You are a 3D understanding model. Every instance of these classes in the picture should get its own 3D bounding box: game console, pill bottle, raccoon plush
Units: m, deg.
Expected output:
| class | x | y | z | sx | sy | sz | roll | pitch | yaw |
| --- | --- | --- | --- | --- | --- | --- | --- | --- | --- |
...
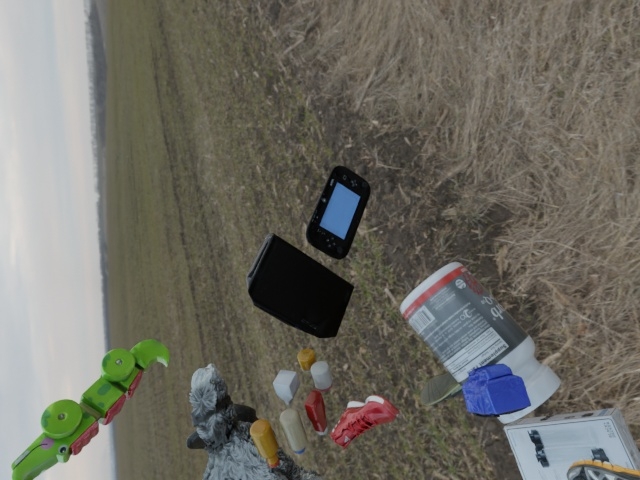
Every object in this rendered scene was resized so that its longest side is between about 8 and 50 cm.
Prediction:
| class | x | y | z | sx | sy | sz | roll | pitch | yaw |
| --- | --- | --- | --- | --- | --- | --- | --- | --- | --- |
| game console | 0.000 | 0.000 | 0.831 | 0.044 | 0.213 | 0.361 | -13 | 49 | 54 |
| pill bottle | 0.391 | 0.249 | 1.037 | 0.362 | 0.210 | 0.210 | 51 | 139 | 22 |
| raccoon plush | -0.137 | 0.525 | 1.043 | 0.216 | 0.299 | 0.445 | -22 | 64 | 14 |

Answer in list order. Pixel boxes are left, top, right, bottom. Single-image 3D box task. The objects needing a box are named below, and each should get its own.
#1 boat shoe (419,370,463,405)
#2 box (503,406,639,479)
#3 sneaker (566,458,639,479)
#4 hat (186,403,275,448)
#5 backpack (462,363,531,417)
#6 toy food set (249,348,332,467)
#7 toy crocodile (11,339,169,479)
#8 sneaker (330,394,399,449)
| class | x | y | z | sx | sy | sz | roll | pitch | yaw |
| --- | --- | --- | --- | --- | --- | --- | --- | --- | --- |
| boat shoe | 0.383 | 0.419 | 1.190 | 0.223 | 0.074 | 0.080 | -51 | 19 | 29 |
| box | 0.677 | 0.563 | 1.116 | 0.290 | 0.087 | 0.169 | -32 | 67 | 39 |
| sneaker | 0.558 | 0.466 | 0.757 | 0.215 | 0.084 | 0.083 | -33 | 26 | 57 |
| hat | -0.334 | 0.687 | 1.543 | 0.331 | 0.332 | 0.133 | 118 | 153 | -44 |
| backpack | 0.357 | 0.313 | 0.858 | 0.120 | 0.098 | 0.101 | 110 | 155 | -63 |
| toy food set | -0.040 | 0.343 | 0.850 | 0.111 | 0.232 | 0.104 | -1 | 118 | 24 |
| toy crocodile | -0.447 | 0.330 | 0.827 | 0.105 | 0.340 | 0.115 | 35 | 130 | 3 |
| sneaker | 0.105 | 0.470 | 1.037 | 0.087 | 0.128 | 0.221 | 42 | 145 | 4 |
